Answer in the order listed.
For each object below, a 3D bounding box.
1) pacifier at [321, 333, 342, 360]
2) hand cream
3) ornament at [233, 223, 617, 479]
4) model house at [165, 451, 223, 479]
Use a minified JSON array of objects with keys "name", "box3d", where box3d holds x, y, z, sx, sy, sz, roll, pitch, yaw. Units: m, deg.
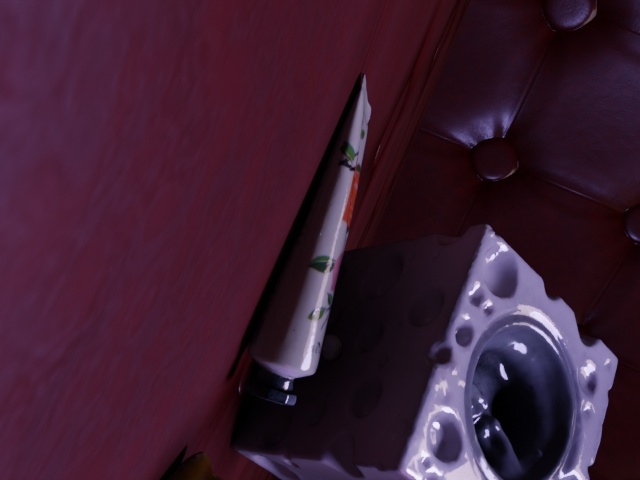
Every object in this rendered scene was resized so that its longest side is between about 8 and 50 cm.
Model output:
[{"name":"pacifier","box3d":[-0.008,0.092,0.712,0.083,0.064,0.068,-66,158,-1]},{"name":"hand cream","box3d":[0.000,0.000,0.549,0.080,0.050,0.233,61,46,-79]},{"name":"ornament","box3d":[0.109,0.160,0.763,0.240,0.240,0.239,-12,-136,50]},{"name":"model house","box3d":[-0.031,0.268,0.402,0.199,0.229,0.219,-72,-177,-81]}]
